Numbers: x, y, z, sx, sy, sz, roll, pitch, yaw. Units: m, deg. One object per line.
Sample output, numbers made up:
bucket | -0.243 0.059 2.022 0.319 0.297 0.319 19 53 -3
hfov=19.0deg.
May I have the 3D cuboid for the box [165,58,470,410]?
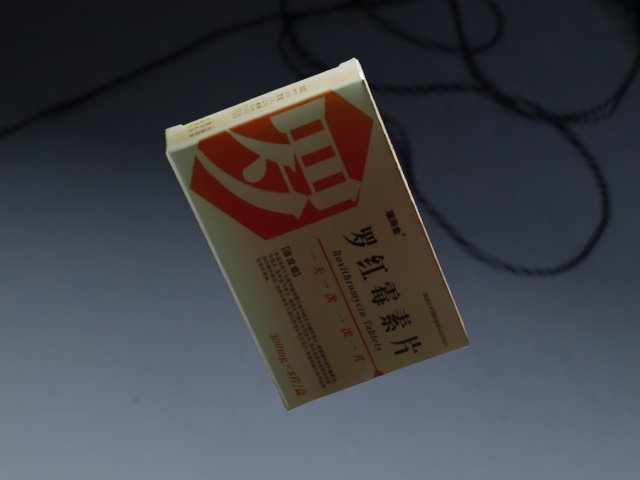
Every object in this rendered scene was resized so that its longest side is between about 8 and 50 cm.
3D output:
box | 0.000 0.000 0.536 0.058 0.093 0.015 -19 29 7
